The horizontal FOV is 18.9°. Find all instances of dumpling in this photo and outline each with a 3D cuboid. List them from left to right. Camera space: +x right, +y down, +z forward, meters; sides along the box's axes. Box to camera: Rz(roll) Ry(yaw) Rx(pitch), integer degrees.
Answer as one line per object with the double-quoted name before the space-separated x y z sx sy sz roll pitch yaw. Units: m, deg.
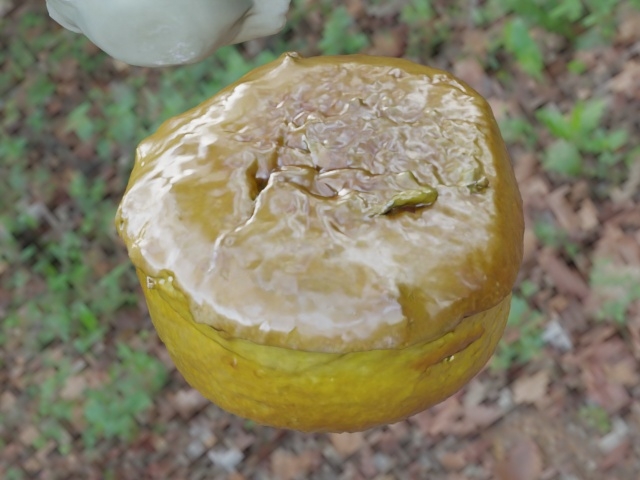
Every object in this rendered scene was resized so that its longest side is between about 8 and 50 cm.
"dumpling" -0.140 -0.228 1.794 0.250 0.162 0.132 -12 50 23

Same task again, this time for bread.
"bread" 0.000 0.000 1.166 0.268 0.146 0.268 0 41 0
